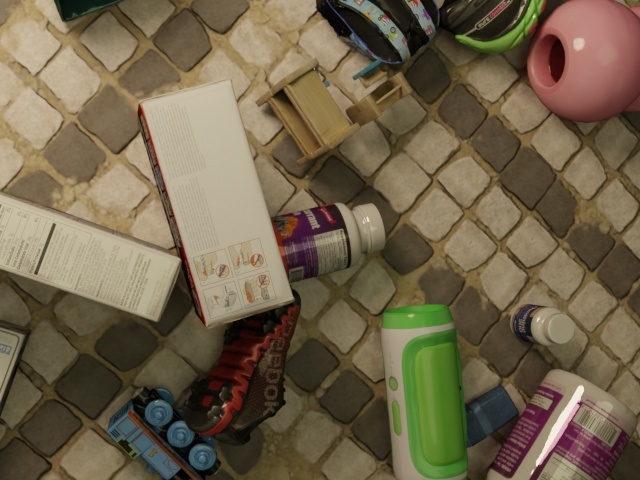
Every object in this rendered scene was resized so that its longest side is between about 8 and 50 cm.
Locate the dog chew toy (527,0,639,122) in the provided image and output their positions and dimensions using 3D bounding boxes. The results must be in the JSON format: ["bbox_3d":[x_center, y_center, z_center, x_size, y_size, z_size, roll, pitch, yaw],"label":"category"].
[{"bbox_3d":[0.521,-0.308,1.467,0.331,0.206,0.207,-6,92,-22],"label":"dog chew toy"}]

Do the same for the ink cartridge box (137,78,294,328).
[{"bbox_3d":[-0.161,-0.049,1.251,0.130,0.272,0.310,-17,94,-12],"label":"ink cartridge box"}]

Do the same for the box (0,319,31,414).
[{"bbox_3d":[-0.549,0.243,1.244,0.169,0.087,0.290,21,85,-13],"label":"box"}]

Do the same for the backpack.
[{"bbox_3d":[0.097,-0.369,1.392,0.158,0.117,0.173,-44,100,-11],"label":"backpack"}]

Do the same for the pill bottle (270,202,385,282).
[{"bbox_3d":[0.000,0.000,1.373,0.193,0.108,0.108,-14,94,-14],"label":"pill bottle"}]

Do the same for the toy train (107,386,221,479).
[{"bbox_3d":[-0.239,0.310,1.331,0.105,0.080,0.184,-41,103,0],"label":"toy train"}]

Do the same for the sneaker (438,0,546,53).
[{"bbox_3d":[0.276,-0.556,1.405,0.202,0.185,0.483,5,88,-18],"label":"sneaker"}]

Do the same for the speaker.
[{"bbox_3d":[0.170,0.258,1.410,0.131,0.131,0.297,-6,92,-14],"label":"speaker"}]

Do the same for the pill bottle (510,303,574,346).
[{"bbox_3d":[0.377,0.144,1.465,0.067,0.120,0.067,0,90,-15],"label":"pill bottle"}]

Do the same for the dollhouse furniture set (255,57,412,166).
[{"bbox_3d":[0.020,-0.229,1.377,0.183,0.129,0.129,-38,99,-26],"label":"dollhouse furniture set"}]

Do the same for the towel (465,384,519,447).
[{"bbox_3d":[0.278,0.304,1.487,0.119,0.029,0.067,-29,97,-12],"label":"towel"}]

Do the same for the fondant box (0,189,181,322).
[{"bbox_3d":[-0.372,0.006,1.210,0.330,0.238,0.096,22,87,-13],"label":"fondant box"}]

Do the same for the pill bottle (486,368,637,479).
[{"bbox_3d":[0.384,0.382,1.444,0.169,0.169,0.302,36,82,-12],"label":"pill bottle"}]

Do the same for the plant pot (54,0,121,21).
[{"bbox_3d":[-0.354,-0.479,1.256,0.165,0.165,0.234,-25,90,-13],"label":"plant pot"}]

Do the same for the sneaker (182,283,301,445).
[{"bbox_3d":[-0.100,0.201,1.356,0.135,0.097,0.276,50,59,-37],"label":"sneaker"}]
